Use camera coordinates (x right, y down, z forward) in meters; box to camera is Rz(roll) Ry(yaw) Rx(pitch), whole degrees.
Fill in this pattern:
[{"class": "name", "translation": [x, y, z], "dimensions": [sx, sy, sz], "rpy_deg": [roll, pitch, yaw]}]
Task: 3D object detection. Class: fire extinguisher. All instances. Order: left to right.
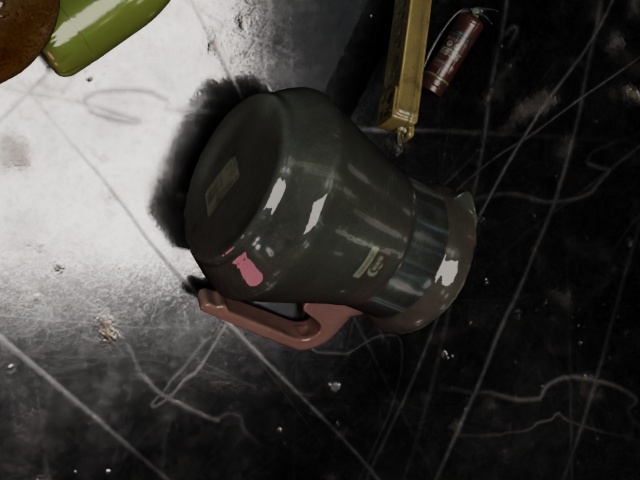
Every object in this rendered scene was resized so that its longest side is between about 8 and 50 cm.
[{"class": "fire extinguisher", "translation": [0.205, -0.295, 1.619], "dimensions": [0.064, 0.043, 0.158], "rpy_deg": [31, 89, 19]}]

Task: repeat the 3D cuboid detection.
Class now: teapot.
[{"class": "teapot", "translation": [0.000, 0.000, 1.499], "dimensions": [0.361, 0.306, 0.376], "rpy_deg": [24, 121, -30]}]

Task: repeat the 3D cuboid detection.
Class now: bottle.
[{"class": "bottle", "translation": [-0.266, -0.328, 1.397], "dimensions": [0.260, 0.112, 0.112], "rpy_deg": [-38, 112, -9]}]

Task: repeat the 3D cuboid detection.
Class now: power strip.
[{"class": "power strip", "translation": [0.125, -0.278, 1.529], "dimensions": [0.044, 0.064, 0.305], "rpy_deg": [13, 75, -20]}]

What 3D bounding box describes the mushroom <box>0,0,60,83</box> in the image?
[{"class": "mushroom", "translation": [-0.462, -0.312, 1.275], "dimensions": [0.297, 0.163, 0.278], "rpy_deg": [31, 99, 6]}]
